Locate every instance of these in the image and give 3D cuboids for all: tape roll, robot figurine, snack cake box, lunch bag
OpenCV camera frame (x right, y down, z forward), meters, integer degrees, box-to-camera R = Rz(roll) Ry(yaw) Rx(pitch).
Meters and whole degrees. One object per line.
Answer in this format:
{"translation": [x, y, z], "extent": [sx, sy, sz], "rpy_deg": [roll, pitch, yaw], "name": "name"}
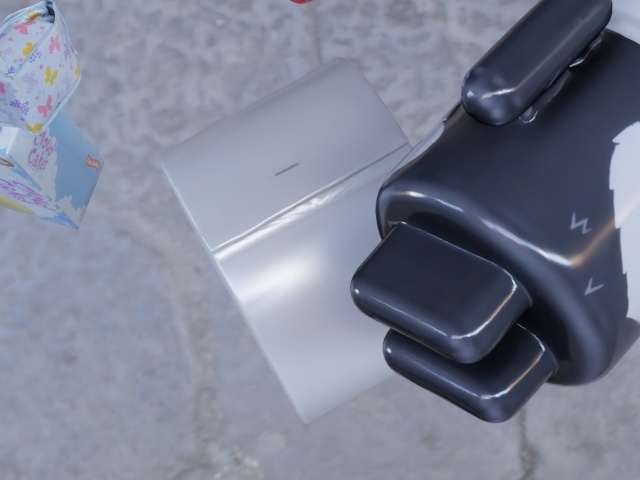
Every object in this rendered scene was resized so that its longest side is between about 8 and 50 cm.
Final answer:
{"translation": [0.000, 0.000, 1.219], "extent": [0.169, 0.246, 0.246], "rpy_deg": [-29, 83, -3], "name": "tape roll"}
{"translation": [0.147, -0.027, 0.898], "extent": [0.173, 0.278, 0.209], "rpy_deg": [42, 161, 5], "name": "robot figurine"}
{"translation": [-0.337, -0.104, 1.600], "extent": [0.152, 0.264, 0.089], "rpy_deg": [17, 77, 11], "name": "snack cake box"}
{"translation": [-0.223, -0.135, 1.189], "extent": [0.053, 0.083, 0.071], "rpy_deg": [19, 148, 24], "name": "lunch bag"}

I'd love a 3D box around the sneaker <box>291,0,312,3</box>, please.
{"translation": [-0.069, -0.237, 1.330], "extent": [0.128, 0.087, 0.221], "rpy_deg": [-44, 35, 16], "name": "sneaker"}
